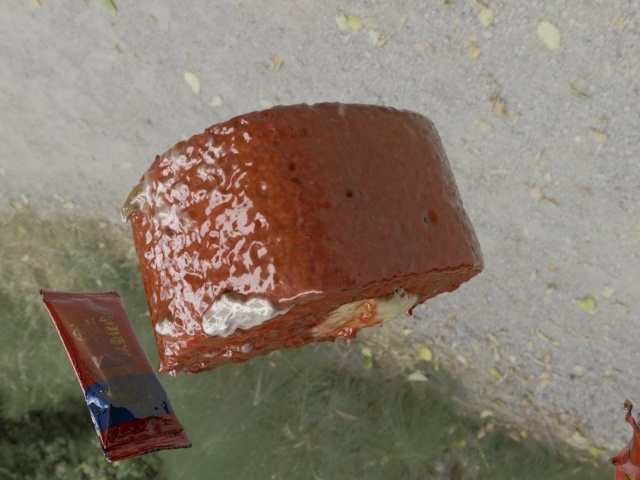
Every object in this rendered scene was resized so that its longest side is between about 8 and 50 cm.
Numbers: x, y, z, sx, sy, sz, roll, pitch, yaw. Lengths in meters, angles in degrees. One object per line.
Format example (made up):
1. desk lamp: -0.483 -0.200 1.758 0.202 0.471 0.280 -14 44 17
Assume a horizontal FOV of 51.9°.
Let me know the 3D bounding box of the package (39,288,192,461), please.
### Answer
1. package: -0.194 0.117 0.615 0.200 0.083 0.022 52 123 32

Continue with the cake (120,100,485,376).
1. cake: 0.000 0.000 0.489 0.177 0.283 0.151 -27 72 51

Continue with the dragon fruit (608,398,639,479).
1. dragon fruit: 0.367 0.171 0.523 0.205 0.268 0.210 30 -172 2
